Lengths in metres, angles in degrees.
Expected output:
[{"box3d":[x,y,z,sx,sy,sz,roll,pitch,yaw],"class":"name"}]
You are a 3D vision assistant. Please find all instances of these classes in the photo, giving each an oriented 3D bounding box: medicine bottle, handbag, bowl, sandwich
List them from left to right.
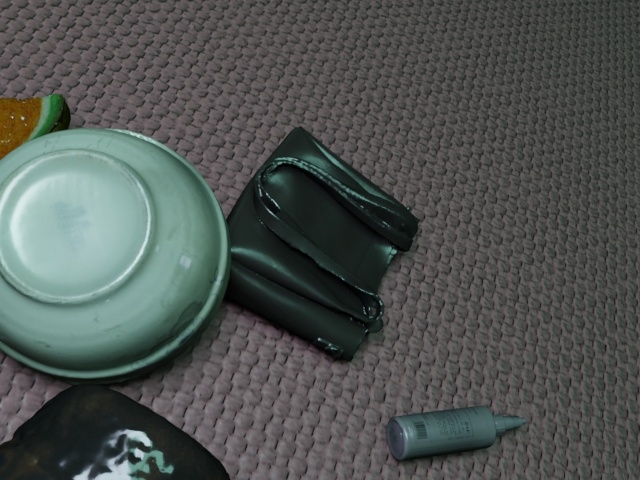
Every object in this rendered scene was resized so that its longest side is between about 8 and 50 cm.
[{"box3d":[-0.436,-0.104,0.907,0.159,0.079,0.235,13,51,0],"class":"sandwich"},{"box3d":[-0.260,0.004,0.782,0.307,0.163,0.307,1,76,-2],"class":"bowl"},{"box3d":[0.000,0.000,0.981,0.257,0.113,0.285,33,53,-6],"class":"handbag"},{"box3d":[0.187,0.250,0.919,0.199,0.057,0.057,-2,60,-22],"class":"medicine bottle"}]

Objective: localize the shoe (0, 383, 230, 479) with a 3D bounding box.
[{"box3d":[-0.173,0.314,0.673,0.384,0.171,0.237,39,58,15],"class":"shoe"}]
